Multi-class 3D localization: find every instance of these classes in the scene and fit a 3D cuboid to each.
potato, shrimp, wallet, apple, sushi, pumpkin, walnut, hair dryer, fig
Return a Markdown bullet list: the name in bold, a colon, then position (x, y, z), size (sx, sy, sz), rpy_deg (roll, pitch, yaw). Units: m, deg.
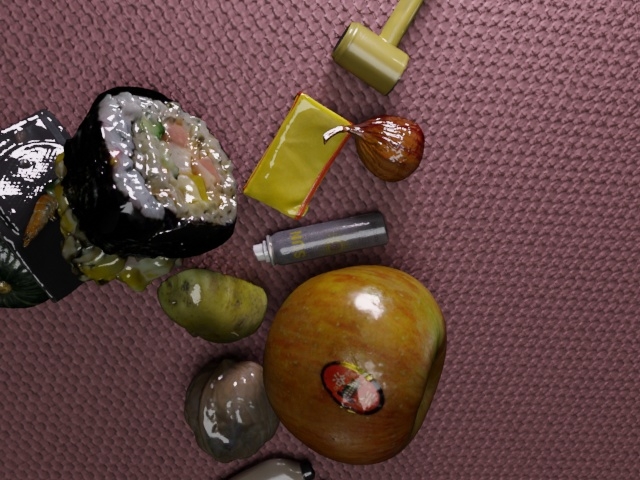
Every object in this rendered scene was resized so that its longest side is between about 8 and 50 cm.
- **potato**: position (-0.212, 0.150, 1.386), size (0.160, 0.111, 0.271), rpy_deg (-23, 153, 23)
- **shrimp**: position (-0.507, -0.028, 1.283), size (0.025, 0.127, 0.091), rpy_deg (-9, 135, 44)
- **wallet**: position (-0.044, -0.170, 1.400), size (0.141, 0.067, 0.241), rpy_deg (28, 108, -17)
- **apple**: position (0.066, 0.236, 1.371), size (0.333, 0.400, 0.401), rpy_deg (20, 107, 18)
- **wallet**: position (-0.518, -0.076, 1.326), size (0.247, 0.041, 0.323), rpy_deg (-45, 111, -36)
- **sushi**: position (-0.350, -0.085, 1.272), size (0.285, 0.327, 0.329), rpy_deg (-31, 77, 30)
- **pumpkin**: position (-0.618, 0.043, 1.368), size (0.211, 0.152, 0.212), rpy_deg (2, 132, 2)
- **walnut**: position (-0.192, 0.362, 1.485), size (0.224, 0.224, 0.224), rpy_deg (-1, 108, -4)
- **hair dryer**: position (0.145, -0.436, 1.324), size (0.134, 0.090, 0.279), rpy_deg (31, 96, -11)
- **fig**: position (0.099, -0.199, 1.349), size (0.201, 0.146, 0.134), rpy_deg (20, 90, -17)

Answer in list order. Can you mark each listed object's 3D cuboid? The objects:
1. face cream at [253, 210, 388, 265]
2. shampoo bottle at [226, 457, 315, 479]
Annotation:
- **face cream**: position (0.000, 0.000, 1.447), size (0.283, 0.073, 0.073), rpy_deg (-11, 108, -1)
- **shampoo bottle**: position (-0.135, 0.586, 1.619), size (0.256, 0.078, 0.127), rpy_deg (-22, 104, 0)
